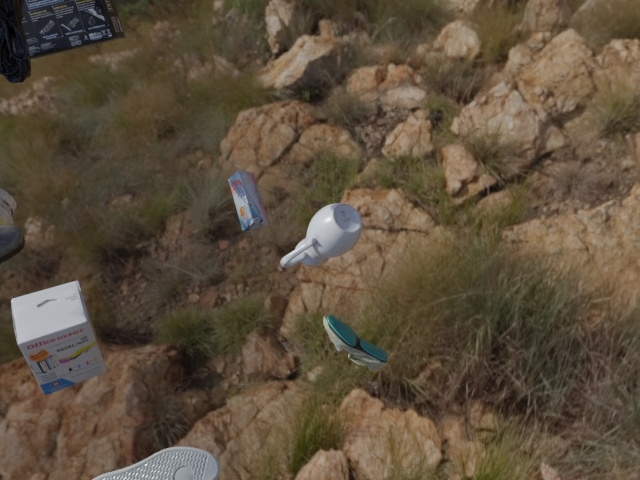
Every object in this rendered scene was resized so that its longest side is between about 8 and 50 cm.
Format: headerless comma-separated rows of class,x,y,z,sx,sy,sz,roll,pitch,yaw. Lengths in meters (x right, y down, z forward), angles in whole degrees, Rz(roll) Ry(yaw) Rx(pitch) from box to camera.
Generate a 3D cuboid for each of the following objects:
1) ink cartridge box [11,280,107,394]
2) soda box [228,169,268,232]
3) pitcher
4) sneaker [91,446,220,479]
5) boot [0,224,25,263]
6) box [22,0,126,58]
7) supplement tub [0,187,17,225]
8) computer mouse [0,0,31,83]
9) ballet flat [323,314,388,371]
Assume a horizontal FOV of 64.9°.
ink cartridge box,-0.712,0.264,1.378,0.171,0.233,0.168,-18,46,-24
soda box,-0.216,-0.118,1.506,0.058,0.062,0.183,-34,66,36
pitcher,0.000,0.000,1.276,0.177,0.207,0.126,-26,79,-38
sneaker,-0.323,0.489,1.030,0.255,0.151,0.094,-11,63,-4
boot,-0.618,-0.029,0.825,0.083,0.161,0.246,36,33,30
box,-0.665,-0.580,1.210,0.307,0.243,0.077,-11,23,6
supplement tub,-1.133,-0.012,1.592,0.235,0.235,0.325,-4,57,15
computer mouse,-0.565,-0.347,0.730,0.271,0.189,0.072,7,38,-14
ballet flat,0.062,0.215,1.015,0.052,0.168,0.057,-48,14,24
